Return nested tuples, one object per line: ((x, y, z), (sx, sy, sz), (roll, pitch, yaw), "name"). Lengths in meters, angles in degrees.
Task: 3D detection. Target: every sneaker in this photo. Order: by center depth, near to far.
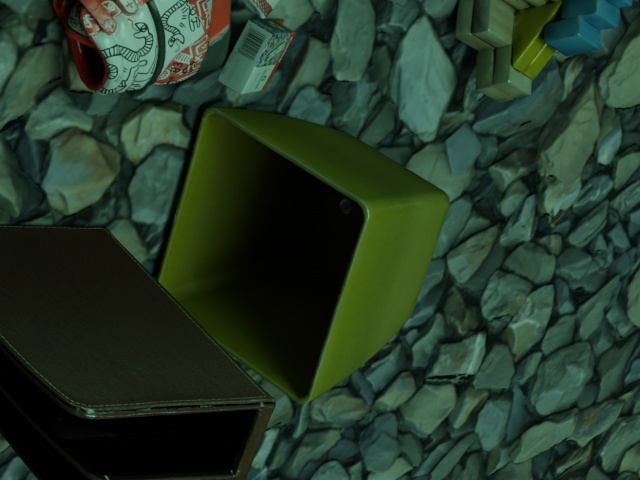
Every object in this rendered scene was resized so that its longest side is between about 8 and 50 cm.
((-0.146, -0.244, 1.641), (0.145, 0.090, 0.270), (-20, 133, -32), "sneaker")

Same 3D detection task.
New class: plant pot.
((0.000, 0.000, 1.869), (0.187, 0.212, 0.212), (-13, 128, -48), "plant pot")

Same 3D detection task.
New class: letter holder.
((-0.223, 0.121, 1.686), (0.214, 0.302, 0.152), (3, 118, -41), "letter holder")

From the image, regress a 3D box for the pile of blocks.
((0.256, -0.292, 1.898), (0.112, 0.149, 0.362), (22, 105, -47), "pile of blocks")

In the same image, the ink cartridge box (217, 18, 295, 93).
((-0.052, -0.169, 1.778), (0.063, 0.029, 0.115), (-61, 170, 14), "ink cartridge box")

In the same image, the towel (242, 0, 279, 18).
((-0.017, -0.378, 1.595), (0.329, 0.037, 0.237), (-50, 120, -11), "towel")
